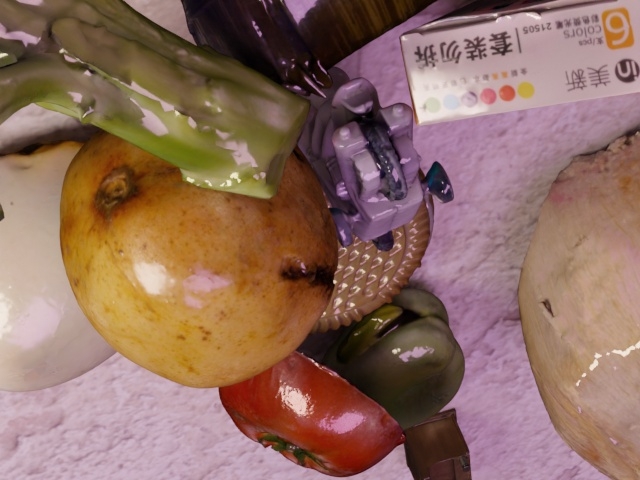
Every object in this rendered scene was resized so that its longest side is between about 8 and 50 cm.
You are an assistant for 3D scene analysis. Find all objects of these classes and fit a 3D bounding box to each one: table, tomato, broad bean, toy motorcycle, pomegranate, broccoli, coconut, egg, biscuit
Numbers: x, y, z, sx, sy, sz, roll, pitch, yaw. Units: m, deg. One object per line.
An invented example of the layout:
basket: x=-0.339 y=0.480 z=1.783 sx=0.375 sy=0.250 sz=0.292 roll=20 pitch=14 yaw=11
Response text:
table: x=0.145 y=0.268 z=2.182 sx=0.070 sy=0.082 sz=0.083 roll=-16 pitch=137 yaw=-6
tomato: x=-0.017 y=0.190 z=1.934 sx=0.085 sy=0.225 sz=0.225 roll=-58 pitch=140 yaw=-19
broad bean: x=0.078 y=0.147 z=2.026 sx=0.169 sy=0.100 sz=0.228 roll=-12 pitch=138 yaw=0
toy motorcycle: x=0.033 y=-0.082 z=1.647 sx=0.110 sy=0.171 sz=0.260 roll=-25 pitch=168 yaw=-7
pomegranate: x=-0.109 y=0.000 z=1.569 sx=0.260 sy=0.260 sz=0.260 roll=-12 pitch=136 yaw=-12
broccoli: x=-0.220 y=-0.176 z=1.368 sx=0.397 sy=0.353 sz=0.275 roll=-10 pitch=176 yaw=-29
coconut: x=0.406 y=0.104 z=1.925 sx=0.405 sy=0.404 sz=0.404 roll=-12 pitch=136 yaw=-12
egg: x=-0.248 y=0.044 z=1.730 sx=0.286 sy=0.174 sz=0.264 roll=-19 pitch=141 yaw=-9
biscuit: x=0.000 y=0.000 z=1.856 sx=0.259 sy=0.079 sz=0.259 roll=-12 pitch=136 yaw=-12

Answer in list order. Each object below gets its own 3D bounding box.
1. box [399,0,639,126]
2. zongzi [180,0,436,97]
box: x=0.210 y=-0.179 z=1.597 sx=0.221 sy=0.274 sz=0.091 roll=-8 pitch=101 yaw=24
zongzi: x=0.015 y=-0.376 z=1.444 sx=0.403 sy=0.208 sz=0.432 roll=-30 pitch=118 yaw=-5
